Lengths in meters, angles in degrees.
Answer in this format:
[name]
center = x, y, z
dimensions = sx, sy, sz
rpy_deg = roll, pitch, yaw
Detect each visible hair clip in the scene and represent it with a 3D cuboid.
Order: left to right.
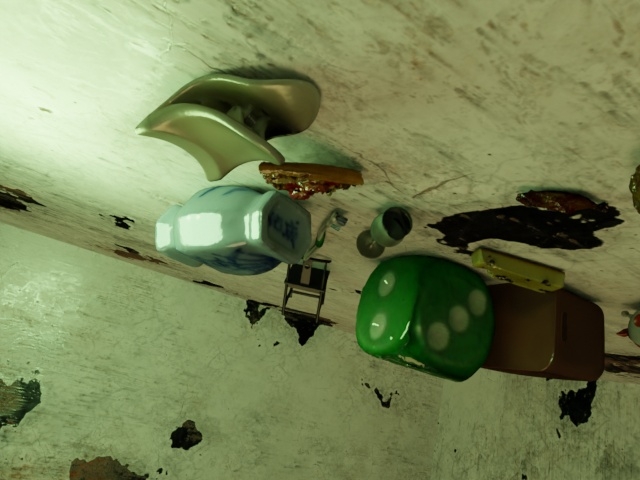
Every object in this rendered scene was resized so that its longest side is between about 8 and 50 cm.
[hair clip]
center = -0.132, -0.179, 0.687
dimensions = 0.282, 0.113, 0.172
rpy_deg = 6, 161, 39

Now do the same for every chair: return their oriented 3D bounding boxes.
[chair]
center = -0.048, 0.139, 1.536
dimensions = 0.154, 0.141, 0.260
rpy_deg = 12, 118, 5

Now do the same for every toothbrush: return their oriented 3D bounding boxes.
[toothbrush]
center = -0.005, -0.002, 1.211
dimensions = 0.040, 0.042, 0.418
rpy_deg = 29, 160, -6

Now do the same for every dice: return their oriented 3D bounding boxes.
[dice]
center = 0.291, 0.223, 1.257
dimensions = 0.297, 0.300, 0.287
rpy_deg = 23, 162, -26

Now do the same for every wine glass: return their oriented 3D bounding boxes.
[wine glass]
center = 0.143, -0.015, 1.001
dimensions = 0.079, 0.079, 0.195
rpy_deg = 16, 163, -6

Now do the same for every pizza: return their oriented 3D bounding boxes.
[pizza]
center = -0.027, -0.108, 0.836
dimensions = 0.200, 0.053, 0.193
rpy_deg = 1, 179, -14

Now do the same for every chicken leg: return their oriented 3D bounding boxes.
[chicken leg]
center = 0.406, -0.063, 0.735
dimensions = 0.144, 0.038, 0.062
rpy_deg = 8, -177, 19

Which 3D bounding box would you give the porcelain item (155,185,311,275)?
[porcelain item]
center = -0.225, -0.023, 1.090
dimensions = 0.405, 0.179, 0.242
rpy_deg = -5, 154, 39

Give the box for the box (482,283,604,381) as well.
[box]
center = 0.600, 0.268, 1.270
dimensions = 0.229, 0.240, 0.339
rpy_deg = 19, 161, -23

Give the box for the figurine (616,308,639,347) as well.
[figurine]
center = 0.868, 0.234, 1.102
dimensions = 0.160, 0.184, 0.226
rpy_deg = 27, 172, -10

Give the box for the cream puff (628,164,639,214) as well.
[cream puff]
center = 0.462, -0.060, 0.577
dimensions = 0.094, 0.116, 0.122
rpy_deg = -3, 144, 11

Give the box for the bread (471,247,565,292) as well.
[bread]
center = 0.475, 0.075, 1.075
dimensions = 0.226, 0.049, 0.088
rpy_deg = 16, 162, -4
